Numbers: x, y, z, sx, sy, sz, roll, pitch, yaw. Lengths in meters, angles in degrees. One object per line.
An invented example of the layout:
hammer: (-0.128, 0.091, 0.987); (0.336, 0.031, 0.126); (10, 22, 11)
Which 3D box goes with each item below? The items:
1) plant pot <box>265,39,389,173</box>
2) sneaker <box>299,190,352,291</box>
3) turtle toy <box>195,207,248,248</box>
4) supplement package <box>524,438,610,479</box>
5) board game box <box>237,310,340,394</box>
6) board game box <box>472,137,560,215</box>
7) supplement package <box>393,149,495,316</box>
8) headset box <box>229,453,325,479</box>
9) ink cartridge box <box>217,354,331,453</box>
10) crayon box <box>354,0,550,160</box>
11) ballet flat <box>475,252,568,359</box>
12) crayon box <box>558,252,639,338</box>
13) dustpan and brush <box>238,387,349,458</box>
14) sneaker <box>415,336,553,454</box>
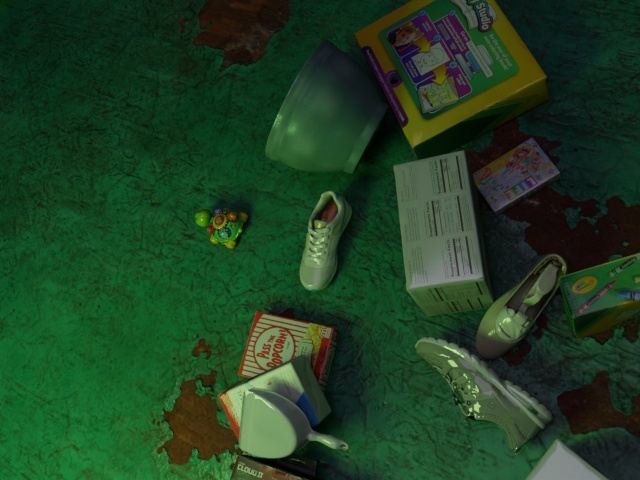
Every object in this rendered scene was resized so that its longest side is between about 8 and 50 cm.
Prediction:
plant pot: (0.032, -0.268, 1.490); (0.196, 0.293, 0.293); (30, 82, 2)
sneaker: (0.000, 0.000, 1.480); (0.087, 0.092, 0.229); (9, 75, 24)
turtle toy: (-0.244, -0.041, 1.612); (0.130, 0.066, 0.095); (16, 76, 27)
supplement package: (0.407, 0.408, 1.096); (0.105, 0.179, 0.105); (38, 88, 30)
board game box: (-0.068, 0.244, 1.436); (0.193, 0.045, 0.147); (8, 74, 24)
board game box: (0.408, -0.134, 1.400); (0.154, 0.026, 0.103); (-32, 61, 8)
supplement package: (0.246, -0.006, 1.314); (0.145, 0.204, 0.262); (-10, 66, 17)
headset box: (-0.084, 0.561, 1.280); (0.218, 0.110, 0.293); (9, 74, 26)
ink cartridge box: (-0.112, 0.342, 1.359); (0.231, 0.078, 0.134); (-28, 85, 20)
crayon box: (0.288, -0.398, 1.511); (0.313, 0.106, 0.363); (-27, 62, 10)
ballet flat: (0.386, 0.124, 1.266); (0.086, 0.086, 0.248); (36, 86, 30)
crayon box: (0.570, 0.082, 1.166); (0.278, 0.165, 0.081); (-19, 63, 15)
dustpan and brush: (-0.049, 0.369, 1.274); (0.211, 0.060, 0.147); (17, 113, 23)
sneaker: (0.283, 0.281, 1.241); (0.281, 0.105, 0.115); (34, 85, 29)
